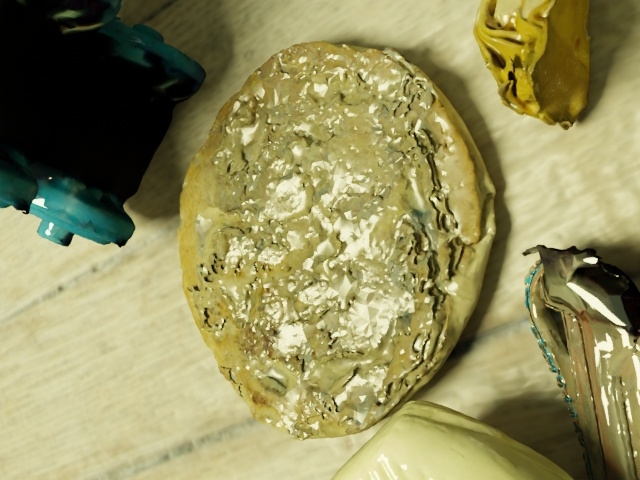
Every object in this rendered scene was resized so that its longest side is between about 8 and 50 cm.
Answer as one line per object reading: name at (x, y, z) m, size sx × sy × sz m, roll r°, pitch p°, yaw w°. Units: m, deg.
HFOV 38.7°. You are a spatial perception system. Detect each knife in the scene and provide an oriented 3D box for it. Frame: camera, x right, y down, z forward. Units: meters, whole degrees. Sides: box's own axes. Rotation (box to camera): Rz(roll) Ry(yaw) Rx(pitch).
knife at (0.188, 0.177, 0.540) m, size 0.089 × 0.043 × 0.365 m, roll -19°, pitch 81°, yaw 64°

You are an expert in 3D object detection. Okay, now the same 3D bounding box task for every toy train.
toy train at (-0.248, -0.121, 0.662) m, size 0.265 × 0.300 × 0.188 m, roll 23°, pitch 87°, yaw 17°

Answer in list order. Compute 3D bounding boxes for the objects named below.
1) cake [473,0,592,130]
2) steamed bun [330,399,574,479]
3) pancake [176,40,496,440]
cake at (0.118, -0.160, 0.544) m, size 0.080 × 0.116 × 0.185 m, roll 7°, pitch 98°, yaw 33°
steamed bun at (0.066, 0.220, 0.554) m, size 0.170 × 0.152 × 0.238 m, roll 31°, pitch 96°, yaw 19°
pancake at (-0.001, -0.001, 0.649) m, size 0.282 × 0.049 × 0.282 m, roll -1°, pitch 88°, yaw 32°
